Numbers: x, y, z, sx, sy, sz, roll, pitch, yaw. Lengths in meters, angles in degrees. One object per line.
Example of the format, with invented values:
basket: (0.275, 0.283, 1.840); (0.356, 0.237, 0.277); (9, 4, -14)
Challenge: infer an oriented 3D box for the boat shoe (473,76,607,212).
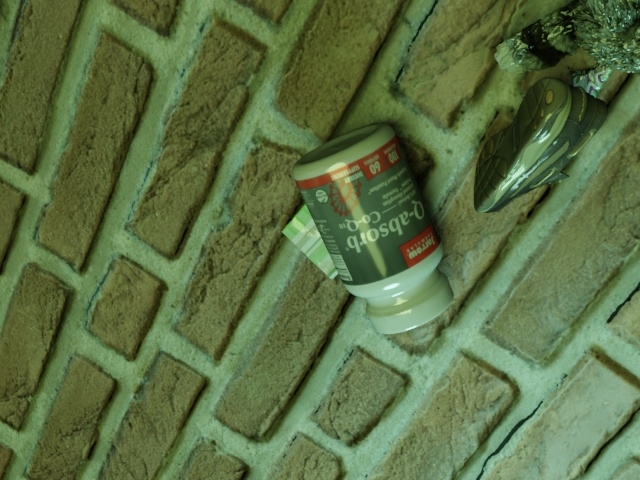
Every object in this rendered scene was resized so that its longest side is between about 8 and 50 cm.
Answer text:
boat shoe: (0.368, -0.137, 1.490); (0.130, 0.132, 0.355); (12, 155, -9)

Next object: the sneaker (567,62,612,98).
sneaker: (0.455, -0.286, 1.482); (0.069, 0.038, 0.098); (28, 121, 9)

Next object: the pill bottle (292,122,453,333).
pill bottle: (0.109, -0.021, 1.661); (0.210, 0.210, 0.363); (-18, 106, 30)

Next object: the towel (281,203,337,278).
towel: (0.000, 0.000, 1.830); (0.152, 0.023, 0.113); (43, 122, 0)

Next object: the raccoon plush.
raccoon plush: (0.522, -0.272, 1.363); (0.299, 0.216, 0.446); (64, 152, -2)
